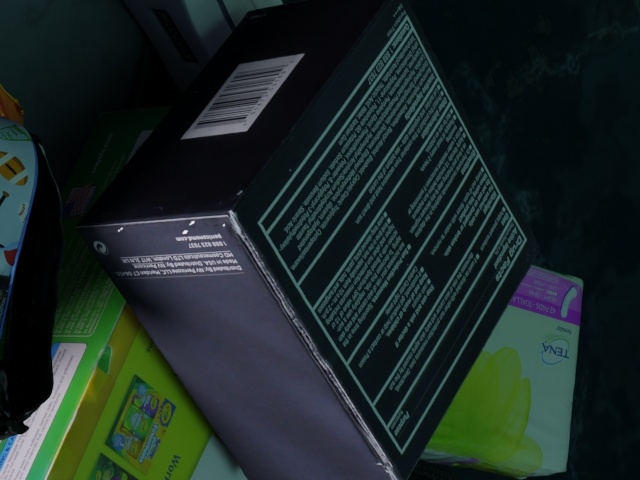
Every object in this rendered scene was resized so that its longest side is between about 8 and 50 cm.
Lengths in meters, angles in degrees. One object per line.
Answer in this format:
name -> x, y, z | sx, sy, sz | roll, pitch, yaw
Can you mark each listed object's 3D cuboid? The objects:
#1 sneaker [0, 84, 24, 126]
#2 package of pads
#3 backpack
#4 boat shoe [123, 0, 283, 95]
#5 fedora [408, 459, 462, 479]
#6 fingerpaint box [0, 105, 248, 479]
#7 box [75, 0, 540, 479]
sneaker -> -0.271, -0.085, 1.594 | 0.067, 0.064, 0.175 | -41, 127, -41
package of pads -> 0.158, 0.127, 1.975 | 0.296, 0.101, 0.229 | 16, 77, -45
backpack -> -0.331, 0.012, 1.445 | 0.213, 0.276, 0.263 | 28, 73, -34
boat shoe -> -0.092, -0.259, 1.670 | 0.156, 0.135, 0.367 | -48, 130, -24
fedora -> 0.047, 0.385, 1.891 | 0.334, 0.334, 0.152 | -62, 165, -13
fingerpaint box -> -0.120, 0.164, 1.666 | 0.371, 0.163, 0.445 | 44, 57, -39
box -> 0.000, 0.000, 1.547 | 0.294, 0.182, 0.296 | 59, 47, -28
